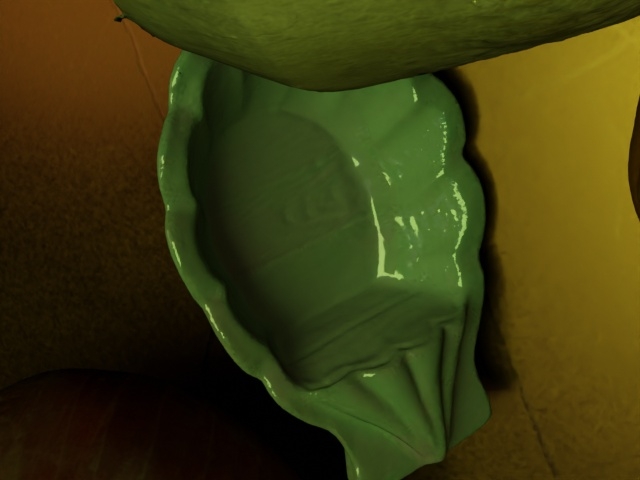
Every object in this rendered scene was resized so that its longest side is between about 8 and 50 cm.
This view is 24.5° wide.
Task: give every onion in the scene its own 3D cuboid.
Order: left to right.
[{"bbox_3d":[-0.142,0.242,0.935,0.354,0.354,0.353,8,109,24],"label":"onion"}]

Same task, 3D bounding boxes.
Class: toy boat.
[{"bbox_3d":[0.000,0.000,0.859,0.100,0.199,0.290,2,116,64],"label":"toy boat"}]

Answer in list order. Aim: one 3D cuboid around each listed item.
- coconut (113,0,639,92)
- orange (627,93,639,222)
[{"bbox_3d":[0.050,-0.248,0.654,0.360,0.346,0.346,-16,98,16],"label":"coconut"},{"bbox_3d":[0.263,-0.043,0.703,0.224,0.170,0.224,4,103,16],"label":"orange"}]
